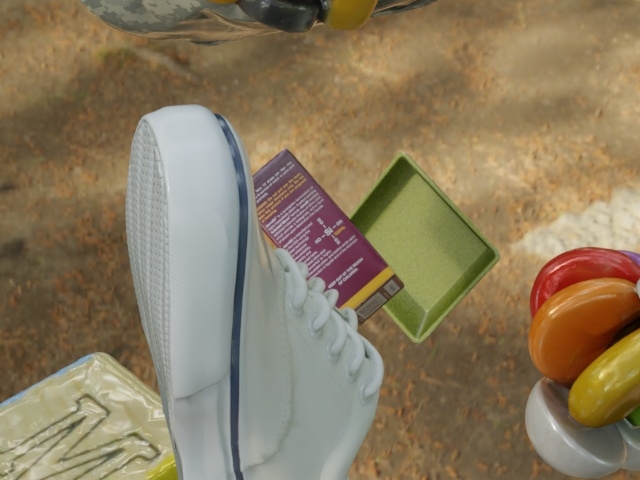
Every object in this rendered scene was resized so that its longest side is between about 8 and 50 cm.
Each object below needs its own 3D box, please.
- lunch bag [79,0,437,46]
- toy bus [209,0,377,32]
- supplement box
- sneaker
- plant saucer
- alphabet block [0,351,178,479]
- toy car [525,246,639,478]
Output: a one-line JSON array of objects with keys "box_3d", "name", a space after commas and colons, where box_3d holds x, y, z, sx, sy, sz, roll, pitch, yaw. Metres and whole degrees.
[{"box_3d": [-0.038, -0.270, 0.966, 0.305, 0.212, 0.256, -4, 20, 25], "name": "lunch bag"}, {"box_3d": [-0.120, -0.201, 0.576, 0.333, 0.108, 0.130, 7, 35, -24], "name": "toy bus"}, {"box_3d": [0.000, 0.000, 1.303, 0.081, 0.104, 0.188, -41, 76, 1], "name": "supplement box"}, {"box_3d": [-0.024, 0.044, 0.487, 0.091, 0.258, 0.094, -14, 49, -11], "name": "sneaker"}, {"box_3d": [0.128, 0.007, 1.531, 0.188, 0.188, 0.045, 48, 36, 14], "name": "plant saucer"}, {"box_3d": [-0.203, 0.248, 1.050, 0.193, 0.192, 0.197, -31, 36, -28], "name": "alphabet block"}, {"box_3d": [0.206, 0.066, 0.785, 0.182, 0.159, 0.136, 7, 39, -50], "name": "toy car"}]
